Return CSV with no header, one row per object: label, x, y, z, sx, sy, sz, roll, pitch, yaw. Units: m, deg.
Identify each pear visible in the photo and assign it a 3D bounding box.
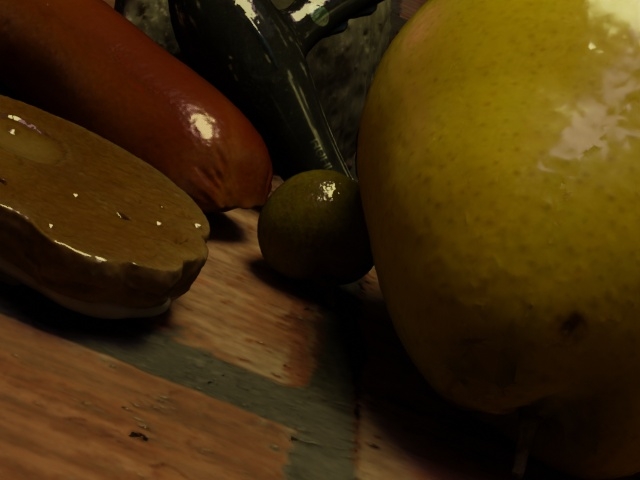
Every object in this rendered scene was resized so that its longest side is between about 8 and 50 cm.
pear,0.143,-0.021,1.075,0.285,0.285,0.336,33,51,31

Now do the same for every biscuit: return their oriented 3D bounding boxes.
biscuit,-0.157,-0.022,1.006,0.208,0.049,0.181,25,17,6

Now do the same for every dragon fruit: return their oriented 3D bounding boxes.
dragon fruit,-0.042,-0.191,1.406,0.203,0.221,0.283,14,15,-10

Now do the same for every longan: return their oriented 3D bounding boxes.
longan,0.000,0.000,1.128,0.075,0.075,0.083,12,63,-34

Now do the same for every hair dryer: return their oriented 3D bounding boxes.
hair dryer,0.024,-0.130,1.269,0.195,0.219,0.075,57,-25,-1

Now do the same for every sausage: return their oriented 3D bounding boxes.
sausage,-0.141,-0.104,1.226,0.300,0.083,0.089,36,13,35

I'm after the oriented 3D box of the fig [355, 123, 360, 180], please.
fig,0.116,-0.037,1.342,0.201,0.133,0.146,37,30,-53
